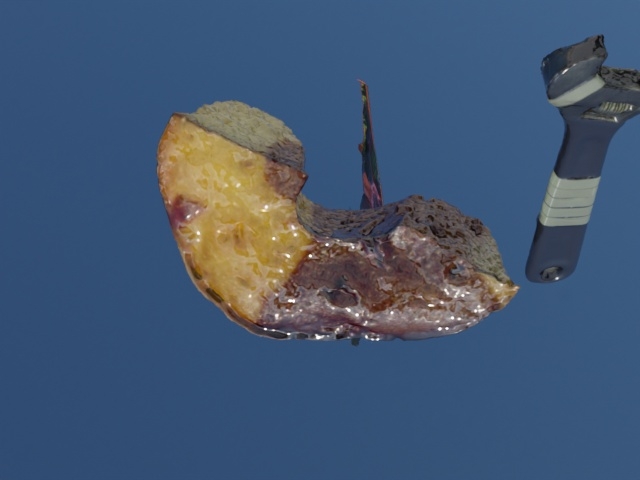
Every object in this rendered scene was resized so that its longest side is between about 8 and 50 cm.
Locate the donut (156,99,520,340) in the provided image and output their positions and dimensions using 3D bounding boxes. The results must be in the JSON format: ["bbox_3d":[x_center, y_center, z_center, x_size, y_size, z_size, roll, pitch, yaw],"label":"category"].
[{"bbox_3d":[0.000,0.000,1.104,0.295,0.151,0.112,27,-147,-5],"label":"donut"}]

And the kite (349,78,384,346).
[{"bbox_3d":[0.053,-0.011,1.536,0.016,0.321,0.234,-2,-164,-8],"label":"kite"}]

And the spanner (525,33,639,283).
[{"bbox_3d":[0.185,-0.045,0.968,0.087,0.316,0.024,-6,-119,-2],"label":"spanner"}]
